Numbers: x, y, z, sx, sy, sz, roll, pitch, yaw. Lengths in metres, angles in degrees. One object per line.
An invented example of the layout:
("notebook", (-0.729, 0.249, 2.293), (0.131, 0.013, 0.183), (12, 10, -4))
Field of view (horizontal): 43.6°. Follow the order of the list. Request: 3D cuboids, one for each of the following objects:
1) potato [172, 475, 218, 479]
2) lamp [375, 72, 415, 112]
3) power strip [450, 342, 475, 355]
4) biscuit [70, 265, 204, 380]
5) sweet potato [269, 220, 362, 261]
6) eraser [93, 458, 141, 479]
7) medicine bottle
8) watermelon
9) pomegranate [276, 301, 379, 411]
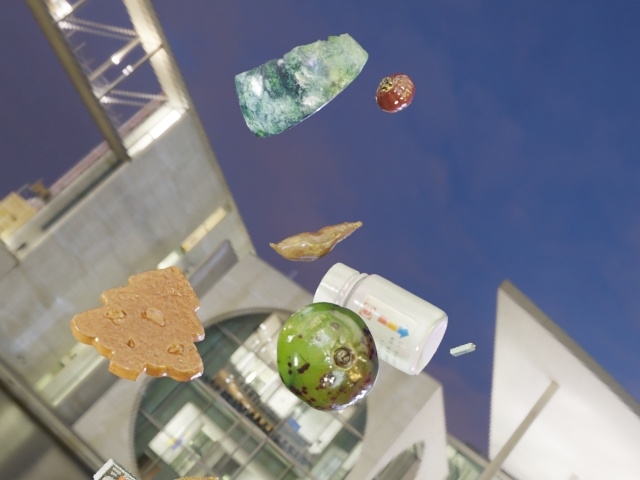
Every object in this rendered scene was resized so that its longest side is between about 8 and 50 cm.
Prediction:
("potato", (-0.165, 0.353, 0.897), (0.150, 0.146, 0.234), (23, 15, 17))
("lamp", (0.179, -0.354, 1.920), (0.090, 0.101, 0.101), (38, -14, -32))
("power strip", (0.420, 0.321, 2.357), (0.083, 0.017, 0.027), (-25, -37, 37))
("biscuit", (-0.353, 0.168, 1.680), (0.284, 0.306, 0.043), (23, -47, -3))
("sweet potato", (0.001, 0.006, 1.689), (0.068, 0.226, 0.068), (38, -44, 49))
("eraser", (-0.382, 0.485, 1.572), (0.122, 0.052, 0.029), (46, -8, -21))
("medicine bottle", (0.135, 0.176, 1.873), (0.293, 0.170, 0.170), (29, -24, 21))
("watermelon", (-0.056, -0.382, 1.826), (0.148, 0.318, 0.226), (54, 6, -23))
("pomegranate", (0.003, 0.216, 1.508), (0.202, 0.202, 0.248), (47, -15, -9))
